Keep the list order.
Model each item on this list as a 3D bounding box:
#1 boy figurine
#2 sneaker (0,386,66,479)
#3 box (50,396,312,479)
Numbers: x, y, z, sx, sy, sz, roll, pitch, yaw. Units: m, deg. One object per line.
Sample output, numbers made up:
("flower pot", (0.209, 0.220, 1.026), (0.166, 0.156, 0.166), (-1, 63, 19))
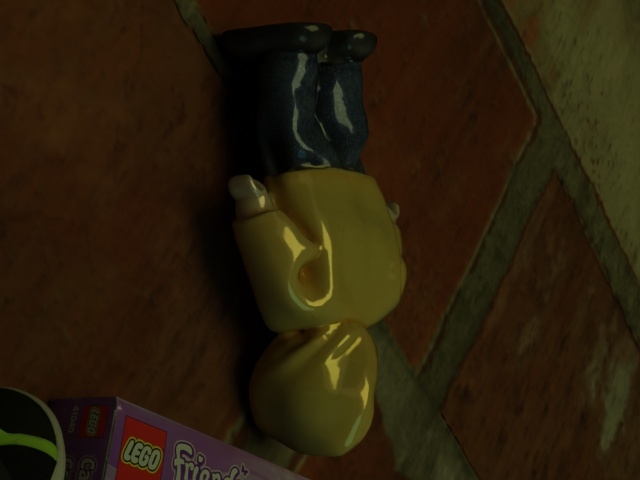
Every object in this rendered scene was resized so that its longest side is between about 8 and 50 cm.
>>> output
("boy figurine", (0.000, 0.000, 1.242), (0.177, 0.092, 0.285), (-3, 90, -56))
("sneaker", (-0.191, 0.124, 0.914), (0.235, 0.084, 0.097), (-68, 153, -58))
("box", (-0.071, 0.231, 1.145), (0.293, 0.057, 0.201), (31, 61, -50))
